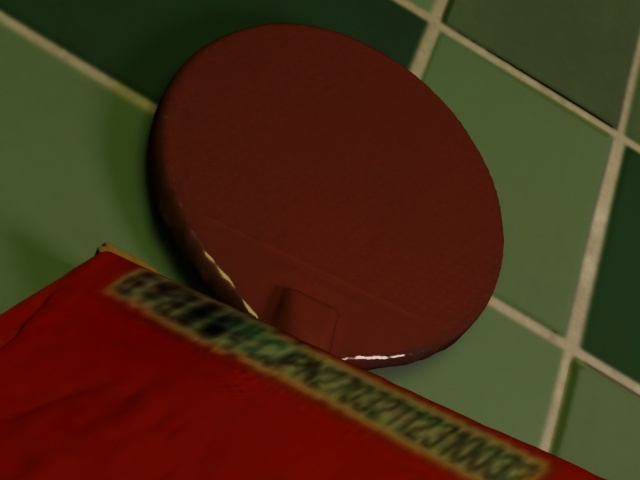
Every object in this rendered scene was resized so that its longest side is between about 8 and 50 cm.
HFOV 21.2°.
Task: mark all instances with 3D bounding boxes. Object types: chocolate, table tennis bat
[{"bbox_3d":[-0.091,0.189,0.723,0.360,0.161,0.341,22,44,39],"label":"chocolate"},{"bbox_3d":[0.000,0.000,1.157,0.268,0.051,0.414,25,45,-12],"label":"table tennis bat"}]

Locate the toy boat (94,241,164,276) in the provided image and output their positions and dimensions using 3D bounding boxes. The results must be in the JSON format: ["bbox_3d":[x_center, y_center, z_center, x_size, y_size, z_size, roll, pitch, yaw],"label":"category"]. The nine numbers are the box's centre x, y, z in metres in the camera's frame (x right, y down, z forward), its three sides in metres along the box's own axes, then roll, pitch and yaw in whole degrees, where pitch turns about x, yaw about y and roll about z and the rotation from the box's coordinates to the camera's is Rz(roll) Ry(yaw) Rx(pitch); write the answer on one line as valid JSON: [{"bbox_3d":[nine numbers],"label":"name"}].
[{"bbox_3d":[-0.107,0.092,1.011,0.077,0.057,0.200,-2,57,-26],"label":"toy boat"}]
